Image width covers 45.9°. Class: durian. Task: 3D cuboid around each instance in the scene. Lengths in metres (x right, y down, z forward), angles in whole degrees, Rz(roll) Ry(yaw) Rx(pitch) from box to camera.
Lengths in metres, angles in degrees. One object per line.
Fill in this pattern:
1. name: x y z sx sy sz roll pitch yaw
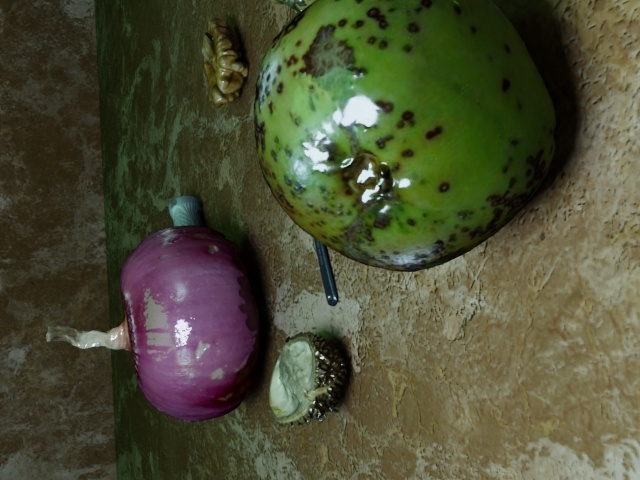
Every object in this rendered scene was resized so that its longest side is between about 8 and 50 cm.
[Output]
1. durian: -0.013 0.197 1.111 0.148 0.091 0.188 -68 29 18

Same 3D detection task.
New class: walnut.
1. walnut: -0.184 -0.340 1.449 0.143 0.069 0.170 124 138 -52

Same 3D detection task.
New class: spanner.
1. spanner: 0.000 0.000 1.155 0.046 0.012 0.208 -43 54 56

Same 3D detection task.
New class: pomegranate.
1. pomegranate: 0.083 -0.138 0.741 0.340 0.285 0.285 -69 0 -51

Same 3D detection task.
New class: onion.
1. onion: -0.261 0.152 1.390 0.358 0.345 0.358 -3 -90 -80

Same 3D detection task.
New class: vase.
1. vase: -0.282 0.004 1.656 0.096 0.096 0.219 118 144 -46

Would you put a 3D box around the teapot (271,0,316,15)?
1. teapot: -0.023 -0.357 0.976 0.183 0.173 0.269 -1 126 28
